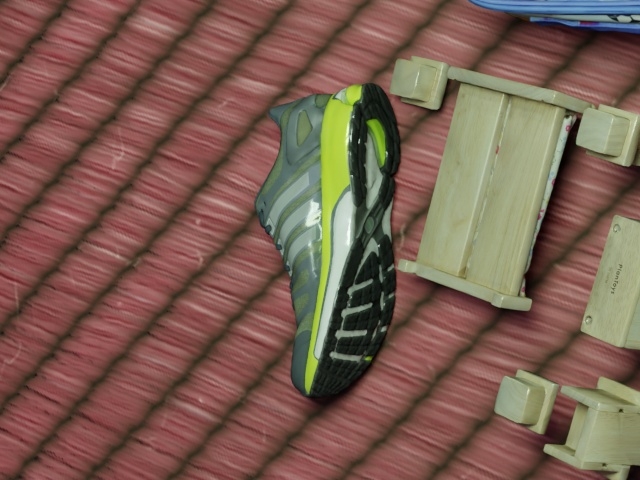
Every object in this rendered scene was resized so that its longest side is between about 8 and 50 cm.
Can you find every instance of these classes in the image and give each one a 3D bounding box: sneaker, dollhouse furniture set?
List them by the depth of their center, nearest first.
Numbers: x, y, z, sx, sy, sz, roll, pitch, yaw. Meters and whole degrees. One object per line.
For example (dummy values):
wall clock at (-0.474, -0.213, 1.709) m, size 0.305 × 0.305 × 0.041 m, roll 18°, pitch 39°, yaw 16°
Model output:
dollhouse furniture set at (0.205, 0.019, 1.736) m, size 0.355 × 0.173 × 0.303 m, roll 22°, pitch 99°, yaw 48°
sneaker at (0.000, 0.000, 1.813) m, size 0.121 × 0.111 × 0.300 m, roll 3°, pitch 85°, yaw 35°

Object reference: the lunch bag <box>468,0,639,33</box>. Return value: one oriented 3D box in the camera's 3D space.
lunch bag at (0.261, -0.283, 1.573) m, size 0.303 × 0.115 × 0.243 m, roll 6°, pitch 87°, yaw 31°
